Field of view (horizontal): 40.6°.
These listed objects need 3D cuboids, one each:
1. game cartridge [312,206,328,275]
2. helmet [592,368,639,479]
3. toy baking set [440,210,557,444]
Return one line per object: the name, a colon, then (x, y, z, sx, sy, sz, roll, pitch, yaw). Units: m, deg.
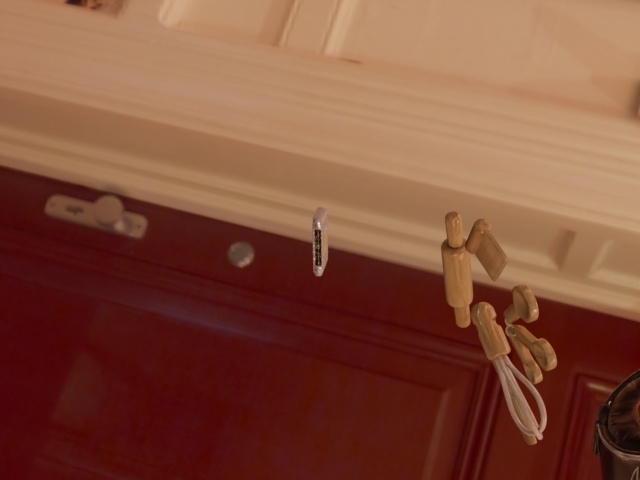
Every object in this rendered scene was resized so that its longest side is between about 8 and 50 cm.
game cartridge: (0.000, 0.000, 1.172, 0.056, 0.017, 0.083, -78, 168, -68)
helmet: (0.280, 0.165, 0.575, 0.161, 0.169, 0.169, 58, 27, -13)
toy baking set: (0.175, 0.095, 0.881, 0.196, 0.030, 0.256, -117, -169, -45)
